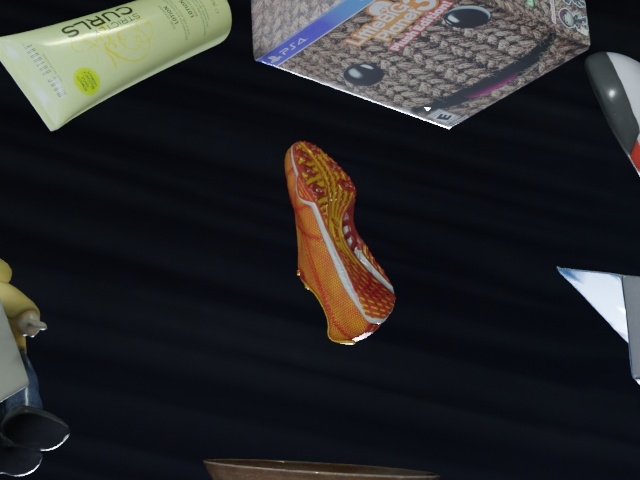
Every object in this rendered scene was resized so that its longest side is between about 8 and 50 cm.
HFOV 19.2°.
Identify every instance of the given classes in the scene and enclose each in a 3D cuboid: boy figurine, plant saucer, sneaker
[{"bbox_3d":[-0.365,0.120,2.058,0.177,0.092,0.285,-46,-134,22],"label":"boy figurine"},{"bbox_3d":[0.000,0.205,1.573,0.198,0.199,0.036,28,65,-81],"label":"plant saucer"},{"bbox_3d":[0.309,-0.084,1.409,0.270,0.145,0.090,44,25,-43],"label":"sneaker"},{"bbox_3d":[0.000,0.000,1.481,0.067,0.064,0.175,-41,-126,38],"label":"sneaker"}]

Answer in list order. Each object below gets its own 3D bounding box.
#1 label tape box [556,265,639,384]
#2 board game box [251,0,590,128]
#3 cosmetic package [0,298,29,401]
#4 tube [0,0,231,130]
[{"bbox_3d":[0.378,0.132,1.613,0.240,0.334,0.106,42,61,-42],"label":"label tape box"},{"bbox_3d":[0.107,-0.263,2.063,0.232,0.291,0.141,-30,-125,44],"label":"board game box"},{"bbox_3d":[-0.419,0.144,1.649,0.309,0.160,0.113,-32,108,-53],"label":"cosmetic package"},{"bbox_3d":[-0.172,-0.165,1.623,0.240,0.070,0.062,-29,129,-46],"label":"tube"}]
